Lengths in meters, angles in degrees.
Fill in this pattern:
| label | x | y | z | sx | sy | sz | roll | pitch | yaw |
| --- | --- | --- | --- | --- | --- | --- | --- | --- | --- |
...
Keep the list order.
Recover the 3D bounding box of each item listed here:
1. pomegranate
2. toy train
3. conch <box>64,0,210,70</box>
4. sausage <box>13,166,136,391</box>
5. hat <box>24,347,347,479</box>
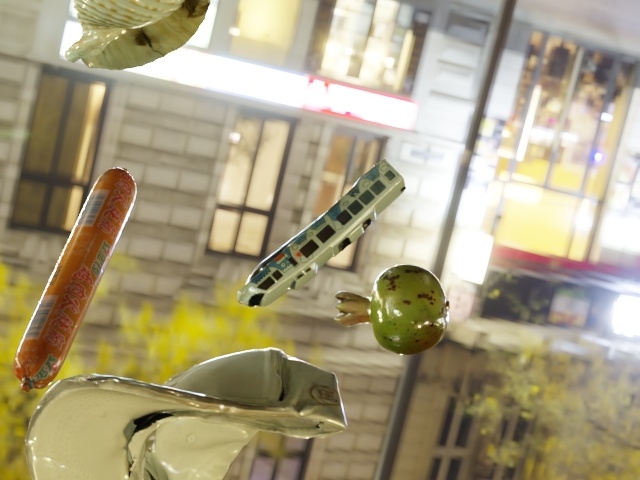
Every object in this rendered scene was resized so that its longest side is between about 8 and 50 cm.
| label | x | y | z | sx | sy | sz | roll | pitch | yaw |
| --- | --- | --- | --- | --- | --- | --- | --- | --- | --- |
| pomegranate | 0.088 | 0.086 | 1.544 | 0.142 | 0.114 | 0.114 | -2 | -175 | 10 |
| toy train | 0.000 | 0.000 | 1.281 | 0.047 | 0.207 | 0.043 | 47 | 171 | 16 |
| conch | -0.173 | -0.232 | 1.187 | 0.135 | 0.102 | 0.153 | 16 | 149 | -40 |
| sausage | -0.269 | 0.032 | 1.410 | 0.053 | 0.053 | 0.347 | 14 | -134 | 1 |
| hat | -0.147 | 0.182 | 1.235 | 0.301 | 0.258 | 0.168 | 25 | -154 | -39 |
